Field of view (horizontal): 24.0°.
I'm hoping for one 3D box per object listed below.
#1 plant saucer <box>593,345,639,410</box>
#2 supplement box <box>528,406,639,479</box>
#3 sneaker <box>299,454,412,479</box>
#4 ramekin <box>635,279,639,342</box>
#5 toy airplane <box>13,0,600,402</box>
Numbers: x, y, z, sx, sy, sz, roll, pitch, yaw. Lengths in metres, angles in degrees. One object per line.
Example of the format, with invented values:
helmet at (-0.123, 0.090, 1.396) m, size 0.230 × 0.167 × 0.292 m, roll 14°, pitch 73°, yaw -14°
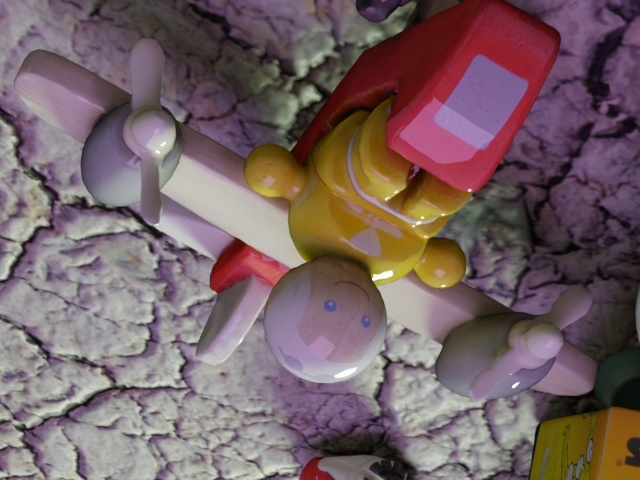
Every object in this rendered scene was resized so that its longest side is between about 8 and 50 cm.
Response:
plant saucer at (0.309, 0.141, 1.371) m, size 0.119 × 0.021 × 0.119 m, roll 6°, pitch 136°, yaw 6°
supplement box at (0.283, 0.256, 1.255) m, size 0.194 × 0.195 × 0.356 m, roll 11°, pitch 172°, yaw 1°
sneaker at (0.062, 0.311, 1.567) m, size 0.118 × 0.107 × 0.279 m, roll 4°, pitch 136°, yaw 35°
ramekin at (0.390, 0.007, 1.124) m, size 0.303 × 0.148 × 0.303 m, roll 6°, pitch 136°, yaw 6°
toy airplane at (0.000, 0.000, 1.115) m, size 0.386 × 0.272 × 0.384 m, roll -3°, pitch 135°, yaw 15°
